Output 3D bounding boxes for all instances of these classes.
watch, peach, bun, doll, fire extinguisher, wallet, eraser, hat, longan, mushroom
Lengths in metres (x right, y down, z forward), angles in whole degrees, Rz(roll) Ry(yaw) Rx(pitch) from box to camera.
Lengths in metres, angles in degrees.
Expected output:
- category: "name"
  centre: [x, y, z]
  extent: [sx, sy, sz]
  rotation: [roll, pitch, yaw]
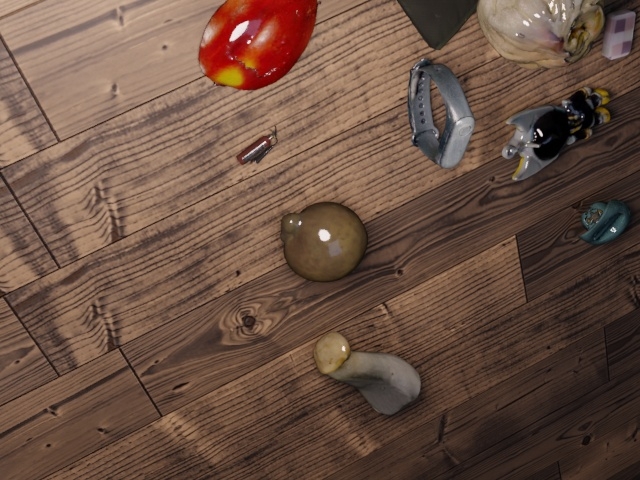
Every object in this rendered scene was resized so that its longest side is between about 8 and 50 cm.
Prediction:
- category: "watch"
  centre: [0.240, -0.258, 1.805]
  extent: [0.068, 0.193, 0.206]
  rotation: [-17, 147, -17]
- category: "peach"
  centre: [-0.096, -0.381, 1.628]
  extent: [0.279, 0.068, 0.189]
  rotation: [-44, 131, 5]
- category: "bun"
  centre: [0.455, -0.455, 1.743]
  extent: [0.282, 0.204, 0.281]
  rotation: [-12, 135, -12]
- category: "doll"
  centre: [0.535, -0.261, 1.998]
  extent: [0.316, 0.103, 0.145]
  rotation: [-25, 145, -20]
- category: "fire extinguisher"
  centre: [-0.119, -0.184, 1.770]
  extent: [0.100, 0.032, 0.046]
  rotation: [-35, 119, 7]
- category: "wallet"
  centre: [0.224, -0.501, 1.721]
  extent: [0.168, 0.052, 0.245]
  rotation: [-47, 136, 2]
- category: "eraser"
  centre: [0.673, -0.466, 1.979]
  extent: [0.065, 0.026, 0.105]
  rotation: [-19, 127, -18]
- category: "hat"
  centre: [0.718, -0.055, 2.249]
  extent: [0.138, 0.078, 0.191]
  rotation: [-50, 148, 21]
- category: "longan"
  centre: [0.000, 0.000, 1.870]
  extent: [0.204, 0.159, 0.185]
  rotation: [31, 112, -31]
- category: "mushroom"
  centre: [0.111, 0.334, 2.173]
  extent: [0.329, 0.122, 0.159]
  rotation: [30, 95, -37]
